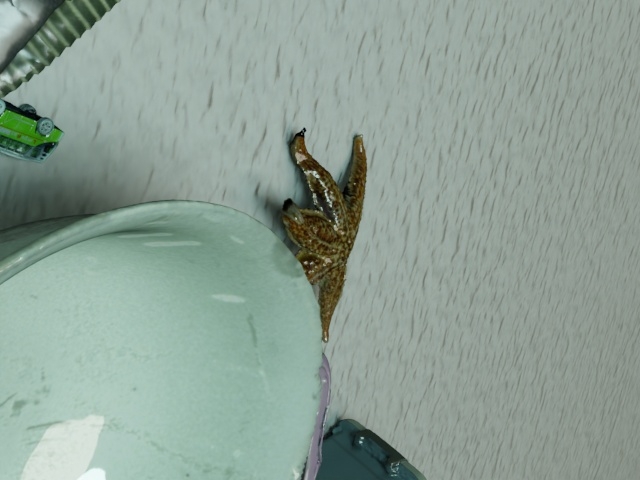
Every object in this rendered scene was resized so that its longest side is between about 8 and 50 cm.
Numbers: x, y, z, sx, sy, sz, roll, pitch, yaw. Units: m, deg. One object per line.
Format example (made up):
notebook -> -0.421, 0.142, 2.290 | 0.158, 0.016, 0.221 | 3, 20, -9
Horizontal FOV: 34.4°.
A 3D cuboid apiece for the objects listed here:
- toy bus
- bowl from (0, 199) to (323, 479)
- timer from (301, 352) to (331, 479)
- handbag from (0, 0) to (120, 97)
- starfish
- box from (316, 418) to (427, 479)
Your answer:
toy bus -> -0.221, -0.081, 0.721 | 0.083, 0.031, 0.037 | 21, 100, -53
bowl -> -0.209, 0.144, 0.721 | 0.435, 0.196, 0.435 | -30, 132, -39
timer -> -0.059, 0.197, 1.020 | 0.191, 0.069, 0.208 | -6, 105, -59
handbag -> -0.202, -0.232, 0.476 | 0.240, 0.247, 0.341 | -57, 149, -9
starfish -> 0.007, 0.001, 1.009 | 0.213, 0.057, 0.238 | -54, 142, -39
box -> 0.032, 0.334, 1.169 | 0.130, 0.162, 0.227 | -13, 120, -35
